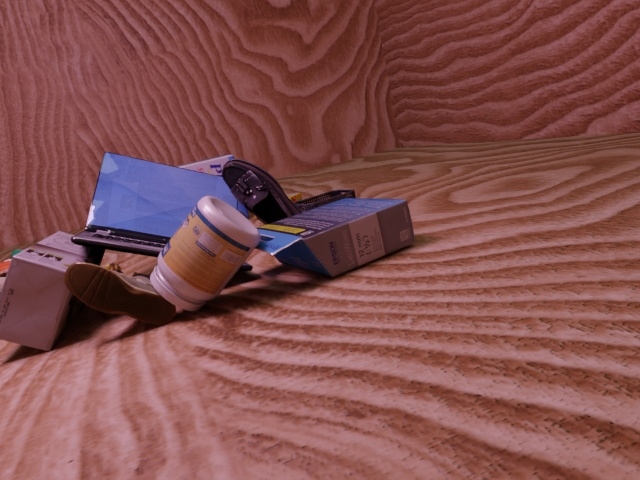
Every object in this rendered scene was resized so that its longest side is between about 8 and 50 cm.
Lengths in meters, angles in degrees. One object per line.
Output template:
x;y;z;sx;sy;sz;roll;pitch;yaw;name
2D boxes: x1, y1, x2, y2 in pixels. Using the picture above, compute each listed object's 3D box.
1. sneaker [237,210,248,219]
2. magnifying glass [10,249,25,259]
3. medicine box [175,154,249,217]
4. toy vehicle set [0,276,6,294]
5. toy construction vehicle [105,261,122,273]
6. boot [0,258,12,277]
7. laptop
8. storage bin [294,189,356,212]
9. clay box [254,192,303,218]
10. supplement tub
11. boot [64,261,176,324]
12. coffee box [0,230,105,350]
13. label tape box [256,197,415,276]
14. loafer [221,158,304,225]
-0.369;-0.034;1.675;0.296;0.104;0.147;-5;12;7;sneaker
-0.727;0.076;1.400;0.231;0.026;0.092;25;-32;-28;magnifying glass
-0.460;-0.178;1.989;0.289;0.263;0.149;-18;15;-19;medicine box
-0.766;0.129;1.257;0.166;0.035;0.267;-23;-7;22;toy vehicle set
-0.638;0.085;1.499;0.086;0.035;0.098;-4;-7;5;toy construction vehicle
-0.842;0.094;1.309;0.158;0.059;0.084;-14;34;-8;boot
-0.375;-0.086;1.273;0.382;0.236;0.408;10;0;-20;laptop
0.019;-0.101;1.616;0.180;0.084;0.122;-19;14;-29;storage bin
-0.174;-0.136;2.006;0.127;0.053;0.222;-6;16;26;clay box
-0.231;0.027;1.014;0.199;0.144;0.144;-51;10;8;supplement tub
-0.402;0.097;1.028;0.213;0.077;0.165;26;-2;-20;boot
-0.577;0.095;1.103;0.119;0.168;0.297;19;7;-15;coffee box
0.000;0.000;1.160;0.348;0.115;0.249;-22;16;-27;label tape box
-0.148;-0.104;1.389;0.109;0.302;0.095;-43;14;23;loafer
